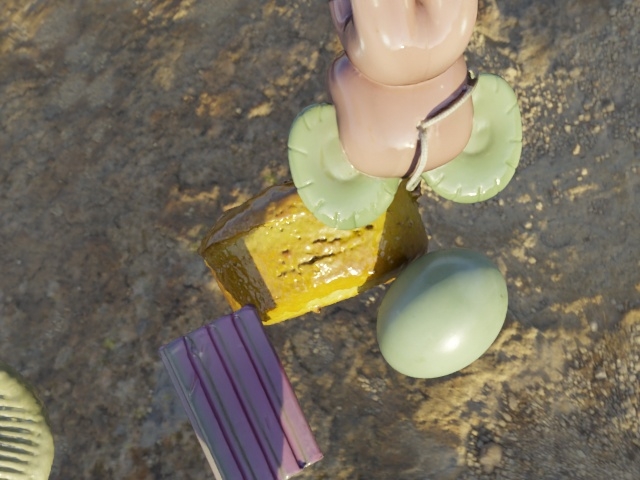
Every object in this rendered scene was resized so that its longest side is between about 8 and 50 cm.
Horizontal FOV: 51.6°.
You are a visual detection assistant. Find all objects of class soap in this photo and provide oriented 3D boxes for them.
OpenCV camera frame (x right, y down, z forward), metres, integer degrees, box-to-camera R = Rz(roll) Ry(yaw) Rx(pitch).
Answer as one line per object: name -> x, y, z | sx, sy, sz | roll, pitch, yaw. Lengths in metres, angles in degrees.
soap -> -0.094, 0.189, 0.777 | 0.122, 0.065, 0.203 | -23, 84, -26

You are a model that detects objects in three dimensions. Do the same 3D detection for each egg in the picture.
egg -> 0.159, 0.096, 0.877 | 0.192, 0.149, 0.149 | -46, 56, 1

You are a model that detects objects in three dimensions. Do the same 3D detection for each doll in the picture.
doll -> 0.096, -0.152, 0.749 | 0.284, 0.216, 0.269 | -14, 105, -6

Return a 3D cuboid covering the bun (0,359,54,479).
bun -> -0.633, 0.360, 1.081 | 0.227, 0.349, 0.353 | -26, 60, 46

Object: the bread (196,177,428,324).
bread -> 0.003, -0.001, 1.024 | 0.358, 0.337, 0.204 | -24, 92, 0
